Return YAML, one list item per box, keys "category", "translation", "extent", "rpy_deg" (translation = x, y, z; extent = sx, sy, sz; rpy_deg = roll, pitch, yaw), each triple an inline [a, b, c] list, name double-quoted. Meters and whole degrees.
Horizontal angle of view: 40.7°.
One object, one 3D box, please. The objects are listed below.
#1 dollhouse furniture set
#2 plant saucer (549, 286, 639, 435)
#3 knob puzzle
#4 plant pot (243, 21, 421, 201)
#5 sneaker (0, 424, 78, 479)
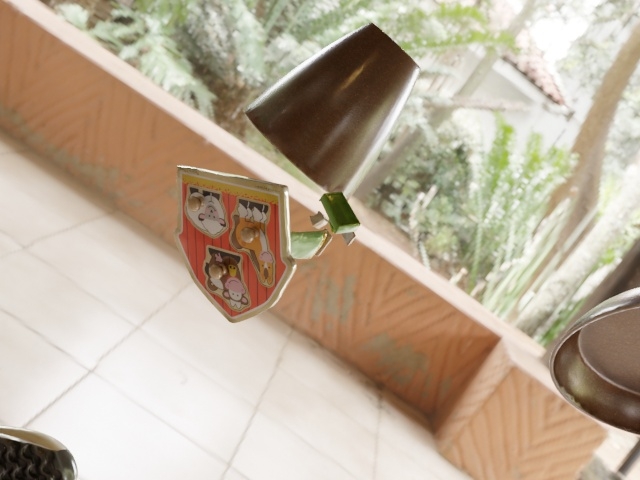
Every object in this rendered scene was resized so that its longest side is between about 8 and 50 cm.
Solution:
- category: "dollhouse furniture set"
  translation: [0.000, 0.000, 1.207]
  extent: [0.076, 0.151, 0.058]
  rpy_deg: [-6, 58, -35]
- category: "plant saucer"
  translation: [0.220, 0.070, 0.497]
  extent: [0.168, 0.168, 0.029]
  rpy_deg: [31, 54, -21]
- category: "knob puzzle"
  translation: [-0.114, 0.015, 1.057]
  extent: [0.213, 0.213, 0.030]
  rpy_deg: [39, 35, 19]
- category: "plant pot"
  translation: [0.037, -0.215, 1.329]
  extent: [0.215, 0.230, 0.215]
  rpy_deg: [41, 10, -8]
- category: "sneaker"
  translation: [-0.204, 0.117, 0.472]
  extent: [0.075, 0.161, 0.057]
  rpy_deg: [-71, 150, -72]
